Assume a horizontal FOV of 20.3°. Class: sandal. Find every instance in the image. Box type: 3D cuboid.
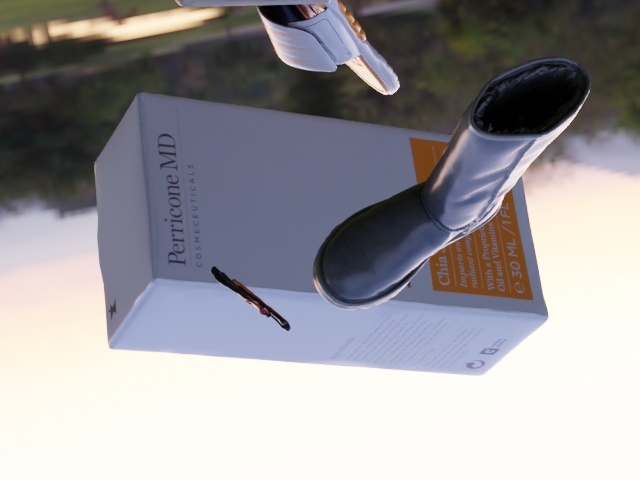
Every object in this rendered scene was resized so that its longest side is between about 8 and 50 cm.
[{"bbox_3d":[0.000,-0.207,1.907,0.102,0.076,0.265,34,174,41],"label":"sandal"}]

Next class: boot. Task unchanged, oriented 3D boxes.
[{"bbox_3d":[0.092,-0.038,1.295,0.189,0.076,0.208,-38,177,-21],"label":"boot"}]

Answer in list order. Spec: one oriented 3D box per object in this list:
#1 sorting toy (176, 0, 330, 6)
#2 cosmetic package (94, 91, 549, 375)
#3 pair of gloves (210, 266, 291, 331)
[{"bbox_3d":[-0.065,-0.239,1.441,0.274,0.046,0.132,-5,-144,-28],"label":"sorting toy"},{"bbox_3d":[0.000,0.000,1.924,0.453,0.230,0.161,5,150,-24],"label":"cosmetic package"},{"bbox_3d":[-0.063,0.053,1.609,0.074,0.010,0.083,38,-179,27],"label":"pair of gloves"}]
